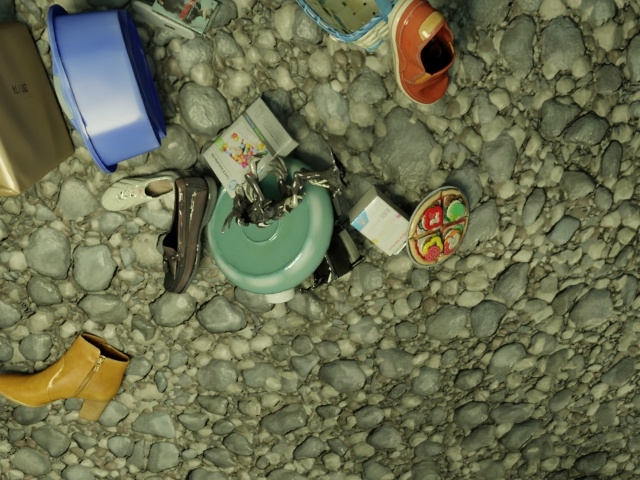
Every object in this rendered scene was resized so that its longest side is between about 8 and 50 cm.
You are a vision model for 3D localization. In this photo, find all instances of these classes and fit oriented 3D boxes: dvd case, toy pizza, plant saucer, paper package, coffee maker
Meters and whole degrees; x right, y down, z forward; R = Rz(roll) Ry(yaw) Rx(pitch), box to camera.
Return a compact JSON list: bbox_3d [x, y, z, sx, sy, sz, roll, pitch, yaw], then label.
[{"bbox_3d":[-0.278,-0.484,1.331,0.120,0.013,0.087,25,71,-12],"label":"dvd case"},{"bbox_3d":[0.279,-0.028,1.485,0.201,0.032,0.201,-17,121,-31],"label":"toy pizza"},{"bbox_3d":[-0.125,-0.040,1.418,0.318,0.044,0.317,-3,82,24],"label":"plant saucer"},{"bbox_3d":[-0.659,-0.254,1.267,0.168,0.325,0.309,-13,112,4],"label":"paper package"},{"bbox_3d":[0.000,0.000,1.467,0.120,0.171,0.178,-16,105,38],"label":"coffee maker"}]

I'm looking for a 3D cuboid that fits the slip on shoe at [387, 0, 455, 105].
[{"bbox_3d":[0.215,-0.357,1.279,0.101,0.331,0.123,40,87,22],"label":"slip on shoe"}]

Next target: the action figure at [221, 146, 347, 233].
[{"bbox_3d":[-0.088,-0.110,1.306,0.276,0.164,0.140,-20,91,11],"label":"action figure"}]

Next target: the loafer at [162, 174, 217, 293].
[{"bbox_3d":[-0.325,-0.014,1.467,0.095,0.109,0.302,3,117,-39],"label":"loafer"}]

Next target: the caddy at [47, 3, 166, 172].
[{"bbox_3d":[-0.442,-0.309,1.300,0.179,0.241,0.341,-15,110,-3],"label":"caddy"}]

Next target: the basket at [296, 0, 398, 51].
[{"bbox_3d":[0.050,-0.492,1.194,0.201,0.289,0.254,-42,68,6],"label":"basket"}]

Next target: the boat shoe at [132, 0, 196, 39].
[{"bbox_3d":[-0.322,-0.471,1.347,0.142,0.049,0.040,25,75,-9],"label":"boat shoe"}]

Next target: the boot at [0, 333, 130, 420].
[{"bbox_3d":[-0.647,0.321,1.613,0.295,0.104,0.211,22,103,-15],"label":"boot"}]

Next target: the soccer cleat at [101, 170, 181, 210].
[{"bbox_3d":[-0.412,-0.112,1.459,0.196,0.076,0.068,-17,110,5],"label":"soccer cleat"}]

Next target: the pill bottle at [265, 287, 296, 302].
[{"bbox_3d":[-0.111,0.050,1.517,0.103,0.103,0.184,-10,111,2],"label":"pill bottle"}]

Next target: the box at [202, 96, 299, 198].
[{"bbox_3d":[-0.156,-0.201,1.410,0.186,0.038,0.145,-42,63,14],"label":"box"}]

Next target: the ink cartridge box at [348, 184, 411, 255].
[{"bbox_3d":[0.149,-0.042,1.498,0.143,0.090,0.092,39,105,-16],"label":"ink cartridge box"}]
